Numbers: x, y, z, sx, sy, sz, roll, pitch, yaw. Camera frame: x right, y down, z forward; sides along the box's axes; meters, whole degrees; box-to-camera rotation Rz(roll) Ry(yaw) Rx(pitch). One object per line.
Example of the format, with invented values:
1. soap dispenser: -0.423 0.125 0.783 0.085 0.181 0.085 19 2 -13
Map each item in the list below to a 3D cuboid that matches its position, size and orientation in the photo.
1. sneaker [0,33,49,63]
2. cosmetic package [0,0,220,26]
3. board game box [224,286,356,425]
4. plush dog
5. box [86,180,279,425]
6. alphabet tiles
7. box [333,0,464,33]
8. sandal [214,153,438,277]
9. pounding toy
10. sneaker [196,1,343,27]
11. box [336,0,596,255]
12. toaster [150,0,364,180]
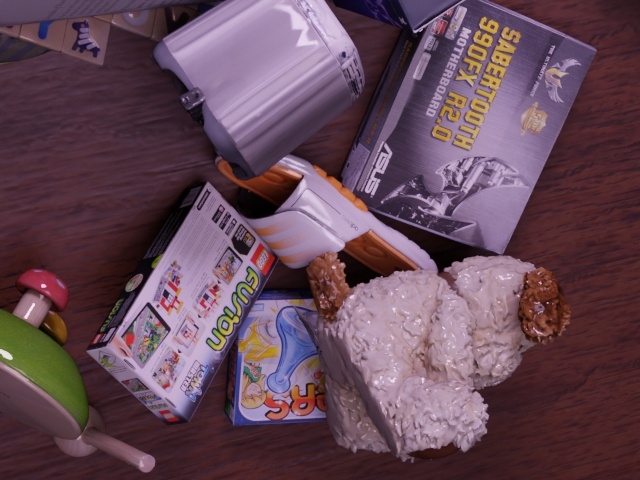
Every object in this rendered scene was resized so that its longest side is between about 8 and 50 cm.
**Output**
1. sneaker: -0.328 -0.184 1.381 0.299 0.121 0.111 -13 112 -14
2. cosmetic package: -0.233 -0.292 1.286 0.384 0.156 0.217 -9 84 -24
3. board game box: 0.007 0.116 1.640 0.201 0.035 0.136 -2 109 -18
4. plush dog: 0.118 0.084 1.540 0.225 0.262 0.211 -19 90 -18
5. box: -0.125 0.058 1.512 0.114 0.036 0.207 47 52 -25
6. alphabet tiles: -0.208 -0.255 1.397 0.237 0.009 0.198 17 74 -29
7. box: 0.029 -0.327 1.407 0.103 0.184 0.261 -35 115 -13
8. sandal: 0.007 -0.001 1.554 0.265 0.102 0.076 33 66 -26
9. pounding toy: -0.255 0.106 1.500 0.237 0.183 0.110 40 67 -25
10. sneaker: -0.050 -0.201 1.505 0.144 0.053 0.059 7 110 -14
11. box: 0.142 -0.120 1.591 0.183 0.056 0.231 20 102 -22
12. toaster: -0.050 -0.146 1.389 0.146 0.227 0.129 -35 81 0
